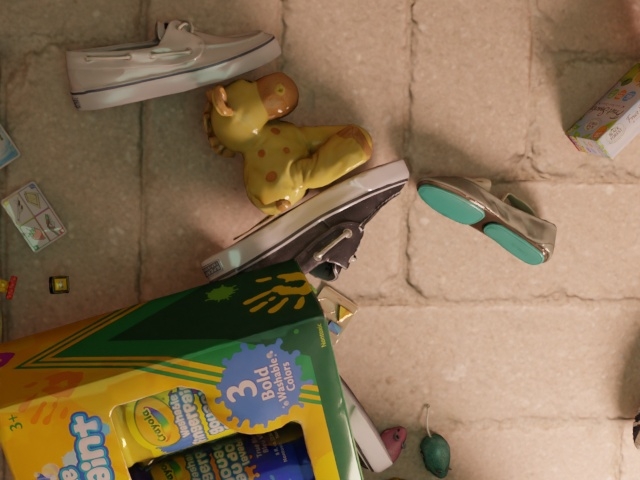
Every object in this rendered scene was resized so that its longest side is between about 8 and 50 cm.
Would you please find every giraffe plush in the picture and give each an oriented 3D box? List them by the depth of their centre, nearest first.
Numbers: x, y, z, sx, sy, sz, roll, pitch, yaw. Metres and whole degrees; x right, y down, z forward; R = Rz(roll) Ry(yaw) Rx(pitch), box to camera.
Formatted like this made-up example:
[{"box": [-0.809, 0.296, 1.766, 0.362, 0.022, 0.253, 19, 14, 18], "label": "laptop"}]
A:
[{"box": [-0.061, -0.125, 1.678, 0.210, 0.181, 0.170, -32, 93, -25], "label": "giraffe plush"}]

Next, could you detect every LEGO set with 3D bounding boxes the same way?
[{"box": [-0.399, -0.015, 1.634, 0.182, 0.060, 0.244, -35, 99, -20], "label": "LEGO set"}]

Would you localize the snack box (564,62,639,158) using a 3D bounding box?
[{"box": [0.397, -0.170, 1.814, 0.141, 0.100, 0.037, -44, 106, -4], "label": "snack box"}]

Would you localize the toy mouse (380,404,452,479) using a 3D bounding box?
[{"box": [0.122, 0.288, 1.850, 0.161, 0.031, 0.143, 25, 92, -16], "label": "toy mouse"}]

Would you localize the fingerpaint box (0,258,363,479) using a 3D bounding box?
[{"box": [-0.140, 0.293, 1.611, 0.371, 0.163, 0.445, -15, 115, -7], "label": "fingerpaint box"}]

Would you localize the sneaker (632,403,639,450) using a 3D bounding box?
[{"box": [0.545, 0.222, 1.914, 0.153, 0.094, 0.235, 36, 78, -8], "label": "sneaker"}]

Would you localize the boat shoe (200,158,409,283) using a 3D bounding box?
[{"box": [0.000, 0.000, 1.704, 0.301, 0.108, 0.102, -31, 93, -29], "label": "boat shoe"}]

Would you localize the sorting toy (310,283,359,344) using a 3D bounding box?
[{"box": [0.002, 0.090, 1.800, 0.083, 0.012, 0.062, 34, 89, -17], "label": "sorting toy"}]

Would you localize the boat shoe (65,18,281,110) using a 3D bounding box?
[{"box": [-0.176, -0.223, 1.665, 0.258, 0.095, 0.084, -16, 106, -12], "label": "boat shoe"}]

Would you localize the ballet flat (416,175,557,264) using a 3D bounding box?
[{"box": [0.218, -0.042, 1.815, 0.213, 0.072, 0.068, 31, 63, -17], "label": "ballet flat"}]

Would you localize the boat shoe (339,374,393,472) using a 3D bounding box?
[{"box": [-0.032, 0.186, 1.756, 0.105, 0.113, 0.306, -38, 103, 1], "label": "boat shoe"}]

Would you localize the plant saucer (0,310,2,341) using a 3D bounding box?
[{"box": [-0.503, 0.101, 1.662, 0.241, 0.037, 0.241, -2, 98, -13], "label": "plant saucer"}]
